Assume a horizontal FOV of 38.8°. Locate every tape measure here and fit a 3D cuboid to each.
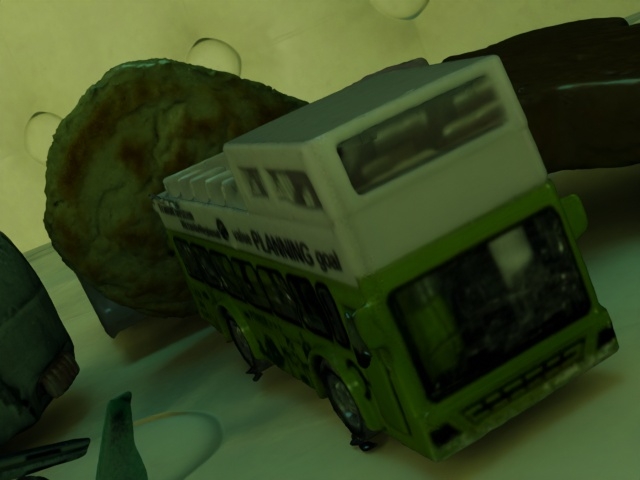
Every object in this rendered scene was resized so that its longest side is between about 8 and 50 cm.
[{"bbox_3d":[-0.304,0.104,0.608,0.256,0.147,0.275,-20,14,28],"label":"tape measure"}]

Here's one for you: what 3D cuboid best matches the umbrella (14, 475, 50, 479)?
[{"bbox_3d":[-0.157,0.144,0.396,0.036,0.031,0.133,5,19,18],"label":"umbrella"}]

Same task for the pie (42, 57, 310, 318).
[{"bbox_3d":[-0.073,-0.031,0.649,0.201,0.248,0.090,-57,34,26],"label":"pie"}]

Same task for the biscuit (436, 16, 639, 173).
[{"bbox_3d":[0.236,-0.096,0.570,0.394,0.076,0.368,-5,17,27],"label":"biscuit"}]

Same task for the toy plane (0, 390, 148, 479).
[{"bbox_3d":[-0.129,0.117,0.305,0.060,0.096,0.235,-15,-5,25],"label":"toy plane"}]

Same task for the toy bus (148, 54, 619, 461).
[{"bbox_3d":[0.000,0.000,0.457,0.113,0.139,0.301,-26,14,-20],"label":"toy bus"}]

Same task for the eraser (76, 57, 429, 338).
[{"bbox_3d":[-0.064,-0.042,0.864,0.359,0.122,0.272,-26,4,-14],"label":"eraser"}]
